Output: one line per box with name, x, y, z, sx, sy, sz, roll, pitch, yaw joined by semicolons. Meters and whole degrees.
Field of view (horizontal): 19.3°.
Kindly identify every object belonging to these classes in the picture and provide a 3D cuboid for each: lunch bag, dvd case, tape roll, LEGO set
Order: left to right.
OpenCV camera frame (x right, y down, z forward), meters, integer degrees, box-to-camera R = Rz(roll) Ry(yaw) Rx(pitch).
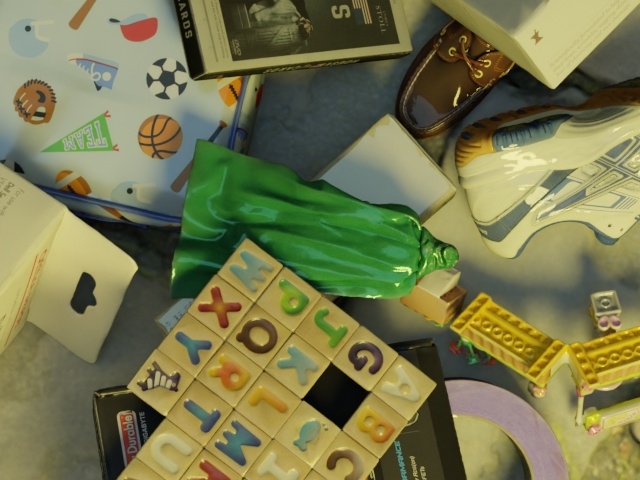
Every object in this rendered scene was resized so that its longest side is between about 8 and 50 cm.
lunch bag;-0.208;-0.132;1.667;0.303;0.115;0.243;13;90;1
dvd case;-0.031;-0.237;1.635;0.239;0.029;0.179;-11;87;-39
tape roll;0.122;0.216;1.660;0.189;0.080;0.189;0;87;2
LEGO set;0.213;0.102;1.672;0.287;0.107;0.132;2;53;6

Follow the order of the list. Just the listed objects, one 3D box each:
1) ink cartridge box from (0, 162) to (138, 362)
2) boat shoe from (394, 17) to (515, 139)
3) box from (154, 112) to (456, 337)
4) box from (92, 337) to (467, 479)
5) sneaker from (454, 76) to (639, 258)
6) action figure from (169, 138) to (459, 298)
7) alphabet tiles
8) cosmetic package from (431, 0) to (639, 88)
ink cartridge box;-0.348;0.004;1.605;0.353;0.207;0.119;33;54;3
boat shoe;0.142;-0.177;1.681;0.073;0.073;0.207;40;90;0
box;-0.012;0.015;1.656;0.275;0.113;0.094;-41;87;0
box;-0.021;0.246;1.531;0.293;0.073;0.295;-7;71;-11
sneaker;0.271;-0.068;1.671;0.296;0.112;0.131;-13;105;2
action figure;0.000;0.000;1.570;0.232;0.063;0.137;9;85;6
alphabet tiles;-0.054;0.146;1.505;0.198;0.009;0.237;37;75;2
cosmetic package;0.158;-0.235;1.609;0.117;0.085;0.231;-45;44;1
